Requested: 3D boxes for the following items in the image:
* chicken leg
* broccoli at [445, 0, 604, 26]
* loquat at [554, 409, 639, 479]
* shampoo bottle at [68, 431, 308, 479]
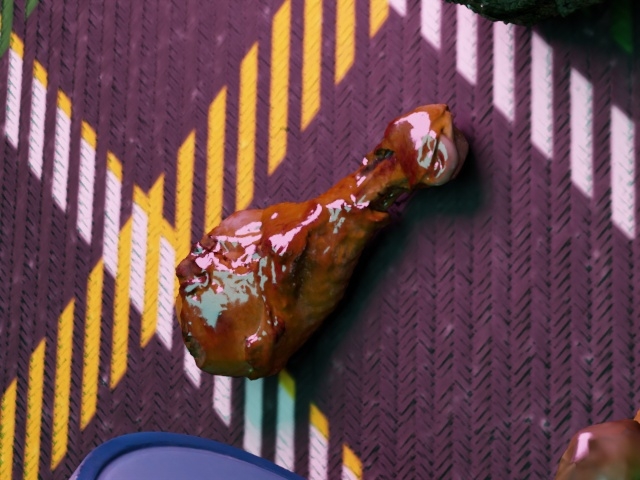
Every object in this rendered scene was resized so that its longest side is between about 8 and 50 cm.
[{"bbox_3d":[0.001,-0.001,1.286,0.251,0.087,0.107,-39,80,18],"label":"chicken leg"},{"bbox_3d":[0.136,-0.257,1.157,0.269,0.254,0.269,-5,64,10],"label":"broccoli"},{"bbox_3d":[0.258,0.155,0.873,0.328,0.359,0.328,-41,39,44],"label":"loquat"},{"bbox_3d":[-0.090,0.347,1.114,0.331,0.331,0.343,47,111,35],"label":"shampoo bottle"}]
